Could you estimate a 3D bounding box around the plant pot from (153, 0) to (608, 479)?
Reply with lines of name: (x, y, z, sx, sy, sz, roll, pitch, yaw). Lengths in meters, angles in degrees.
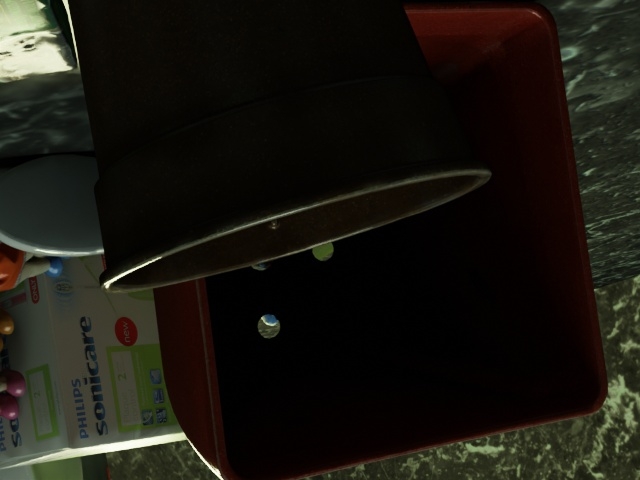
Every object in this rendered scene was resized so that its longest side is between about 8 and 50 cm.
plant pot: (0.000, 0.000, 0.713, 0.267, 0.267, 0.236, -6, 178, -26)

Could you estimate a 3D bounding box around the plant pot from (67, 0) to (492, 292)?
plant pot: (-0.033, -0.079, 0.433, 0.167, 0.165, 0.167, -17, 176, -1)

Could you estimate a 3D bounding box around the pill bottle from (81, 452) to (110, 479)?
pill bottle: (-0.399, 0.313, 1.424, 0.210, 0.363, 0.210, -12, 172, -2)

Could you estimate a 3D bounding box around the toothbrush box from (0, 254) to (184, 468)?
toothbrush box: (-0.206, 0.113, 1.092, 0.122, 0.206, 0.283, -20, 165, 35)

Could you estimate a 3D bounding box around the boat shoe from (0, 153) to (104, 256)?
boat shoe: (-0.155, -0.028, 0.822, 0.228, 0.080, 0.076, -14, 169, -31)

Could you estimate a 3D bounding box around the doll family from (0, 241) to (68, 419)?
doll family: (-0.332, 0.074, 0.881, 0.163, 0.118, 0.263, -20, 138, -57)

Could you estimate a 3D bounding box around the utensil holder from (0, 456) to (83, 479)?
utensil holder: (-0.493, 0.249, 1.163, 0.385, 0.327, 0.327, -13, 168, -4)

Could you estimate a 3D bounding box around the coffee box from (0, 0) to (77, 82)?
coffee box: (-0.216, -0.100, 0.486, 0.184, 0.040, 0.113, -11, 168, -7)

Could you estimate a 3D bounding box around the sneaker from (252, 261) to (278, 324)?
sneaker: (-0.149, 0.087, 1.332, 0.211, 0.081, 0.080, -13, 170, 13)

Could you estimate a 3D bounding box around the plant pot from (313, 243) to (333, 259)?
plant pot: (-0.009, -0.010, 1.053, 0.079, 0.083, 0.083, -21, 171, -14)
